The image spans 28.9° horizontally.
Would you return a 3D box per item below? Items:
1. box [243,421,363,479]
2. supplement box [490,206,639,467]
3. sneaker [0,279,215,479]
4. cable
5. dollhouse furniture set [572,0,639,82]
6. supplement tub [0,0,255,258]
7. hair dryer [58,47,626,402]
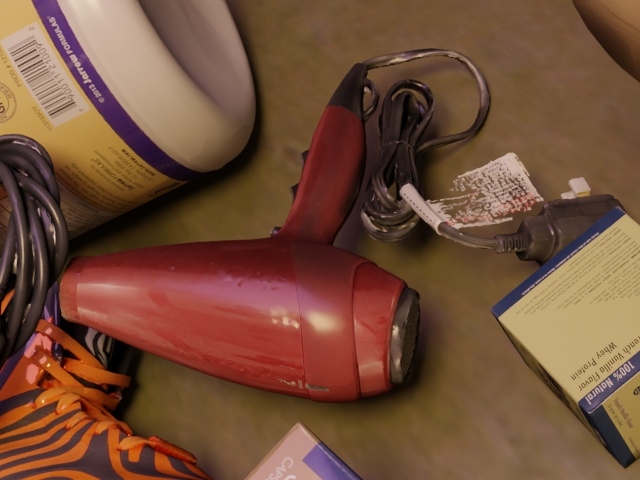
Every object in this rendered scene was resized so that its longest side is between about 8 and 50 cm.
[{"bbox_3d":[0.027,0.198,0.499,0.225,0.036,0.136,40,81,18],"label":"box"},{"bbox_3d":[0.144,0.045,0.598,0.083,0.056,0.083,-40,43,-1],"label":"supplement box"},{"bbox_3d":[-0.128,0.103,0.683,0.321,0.124,0.180,-2,56,32],"label":"sneaker"},{"bbox_3d":[-0.201,0.026,0.690,0.150,0.047,0.185,22,86,55],"label":"cable"},{"bbox_3d":[0.245,-0.185,0.477,0.362,0.394,0.256,-42,43,-3],"label":"dollhouse furniture set"},{"bbox_3d":[-0.237,-0.098,0.837,0.331,0.241,0.241,-25,45,15],"label":"supplement tub"},{"bbox_3d":[0.000,0.000,0.693,0.293,0.080,0.223,-19,39,-16],"label":"hair dryer"}]
